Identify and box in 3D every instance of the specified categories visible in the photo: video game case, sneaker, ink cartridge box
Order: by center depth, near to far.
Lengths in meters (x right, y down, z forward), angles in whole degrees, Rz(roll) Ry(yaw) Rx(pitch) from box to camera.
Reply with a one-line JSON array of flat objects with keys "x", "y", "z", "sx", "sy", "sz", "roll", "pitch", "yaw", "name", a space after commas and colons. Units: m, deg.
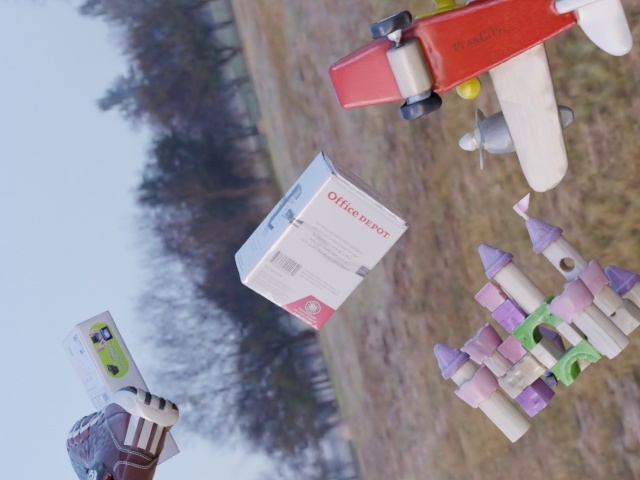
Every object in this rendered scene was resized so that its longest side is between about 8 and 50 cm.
[{"x": -0.263, "y": 0.293, "z": 1.371, "sx": 0.281, "sy": 0.106, "sz": 0.162, "roll": 128, "pitch": 159, "yaw": -54, "name": "sneaker"}, {"x": 0.000, "y": 0.000, "z": 1.712, "sx": 0.159, "sy": 0.218, "sz": 0.092, "roll": 34, "pitch": -164, "yaw": -25, "name": "ink cartridge box"}, {"x": -0.324, "y": 0.246, "z": 1.826, "sx": 0.244, "sy": 0.061, "sz": 0.269, "roll": 64, "pitch": 160, "yaw": 2, "name": "video game case"}]

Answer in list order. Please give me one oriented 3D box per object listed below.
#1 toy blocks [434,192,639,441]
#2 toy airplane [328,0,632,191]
[{"x": 0.337, "y": 0.106, "z": 1.822, "sx": 0.260, "sy": 0.288, "sz": 0.309, "roll": 46, "pitch": -149, "yaw": 9, "name": "toy blocks"}, {"x": 0.241, "y": -0.307, "z": 1.622, "sx": 0.272, "sy": 0.384, "sz": 0.386, "roll": -127, "pitch": 59, "yaw": -77, "name": "toy airplane"}]
